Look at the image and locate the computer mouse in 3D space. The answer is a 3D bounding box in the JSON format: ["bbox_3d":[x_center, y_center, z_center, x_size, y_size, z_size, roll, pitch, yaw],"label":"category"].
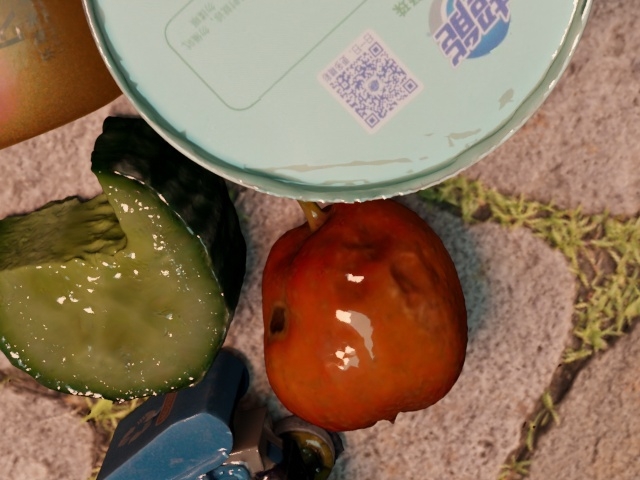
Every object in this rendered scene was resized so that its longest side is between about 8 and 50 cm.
[{"bbox_3d":[-0.271,-0.134,1.166,0.310,0.072,0.158,-18,108,5],"label":"computer mouse"}]

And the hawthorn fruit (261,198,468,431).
[{"bbox_3d":[0.000,0.000,1.189,0.165,0.165,0.285,-27,104,7],"label":"hawthorn fruit"}]

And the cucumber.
[{"bbox_3d":[-0.144,0.024,1.207,0.191,0.130,0.191,1,109,4],"label":"cucumber"}]

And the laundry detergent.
[{"bbox_3d":[0.002,-0.205,1.026,0.287,0.305,0.287,-1,111,-3],"label":"laundry detergent"}]

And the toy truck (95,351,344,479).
[{"bbox_3d":[-0.052,0.274,1.290,0.175,0.146,0.367,-12,108,10],"label":"toy truck"}]
